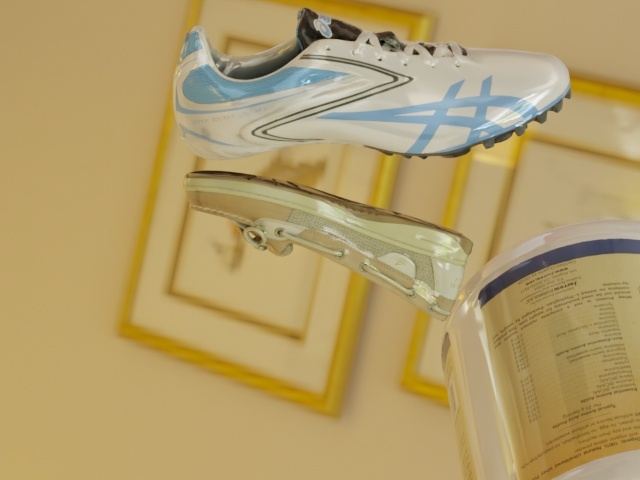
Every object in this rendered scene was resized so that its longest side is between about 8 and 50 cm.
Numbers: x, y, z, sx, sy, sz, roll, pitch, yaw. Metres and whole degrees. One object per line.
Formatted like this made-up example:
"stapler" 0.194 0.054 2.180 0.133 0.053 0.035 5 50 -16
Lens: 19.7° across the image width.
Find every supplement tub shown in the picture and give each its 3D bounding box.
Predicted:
"supplement tub" 0.215 0.165 1.306 0.228 0.228 0.316 11 -137 -17

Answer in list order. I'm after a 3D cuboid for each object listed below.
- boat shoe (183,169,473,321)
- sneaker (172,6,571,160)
"boat shoe" 0.000 0.000 0.952 0.153 0.048 0.056 15 -175 -7
"sneaker" 0.031 -0.095 1.086 0.237 0.086 0.085 -4 -158 -2
